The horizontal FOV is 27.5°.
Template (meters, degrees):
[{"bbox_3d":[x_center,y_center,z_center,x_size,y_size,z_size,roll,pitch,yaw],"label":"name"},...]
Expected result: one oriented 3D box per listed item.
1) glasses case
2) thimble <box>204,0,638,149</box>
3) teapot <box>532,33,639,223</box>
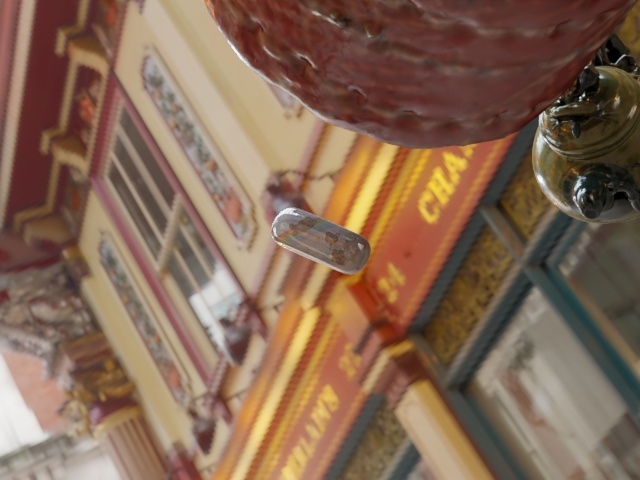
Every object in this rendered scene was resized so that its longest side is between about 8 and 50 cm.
[{"bbox_3d":[0.000,0.000,0.999,0.032,0.083,0.021,-59,-27,-13],"label":"glasses case"},{"bbox_3d":[0.082,-0.257,0.989,0.350,0.350,0.230,-20,-23,-24],"label":"thimble"},{"bbox_3d":[0.301,-0.127,1.396,0.173,0.269,0.182,-9,-35,30],"label":"teapot"}]
